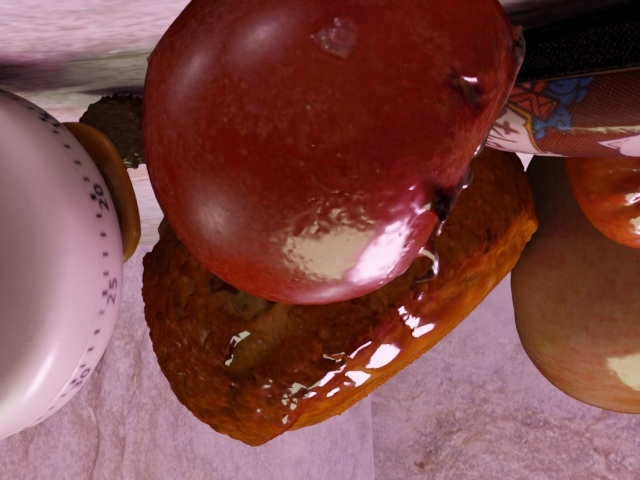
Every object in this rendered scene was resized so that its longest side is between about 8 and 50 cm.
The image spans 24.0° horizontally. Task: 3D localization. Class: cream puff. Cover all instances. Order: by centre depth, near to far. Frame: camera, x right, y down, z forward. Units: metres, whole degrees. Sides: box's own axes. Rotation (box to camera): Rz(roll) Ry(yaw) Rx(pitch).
[{"bbox_3d":[0.000,0.000,1.031,0.303,0.212,0.303,-39,173,-6],"label":"cream puff"}]

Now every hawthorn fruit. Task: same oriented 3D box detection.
[{"bbox_3d":[0.214,-0.062,0.930,0.133,0.132,0.138,-3,-165,9],"label":"hawthorn fruit"}]

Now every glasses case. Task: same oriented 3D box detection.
[{"bbox_3d":[0.222,-0.089,0.780,0.321,0.082,0.122,-5,180,26],"label":"glasses case"}]

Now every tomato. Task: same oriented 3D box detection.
[{"bbox_3d":[0.000,-0.053,0.655,0.167,0.167,0.167,-3,178,0],"label":"tomato"}]

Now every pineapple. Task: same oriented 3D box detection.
[{"bbox_3d":[-0.118,-0.076,1.057,0.058,0.058,0.124,-4,-178,26],"label":"pineapple"}]

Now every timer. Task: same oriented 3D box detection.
[{"bbox_3d":[-0.244,0.013,0.905,0.234,0.233,0.240,-4,180,23],"label":"timer"}]

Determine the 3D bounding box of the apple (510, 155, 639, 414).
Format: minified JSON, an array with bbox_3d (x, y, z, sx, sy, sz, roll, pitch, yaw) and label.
[{"bbox_3d":[0.269,0.009,1.113,0.234,0.256,0.257,6,-179,20],"label":"apple"}]
